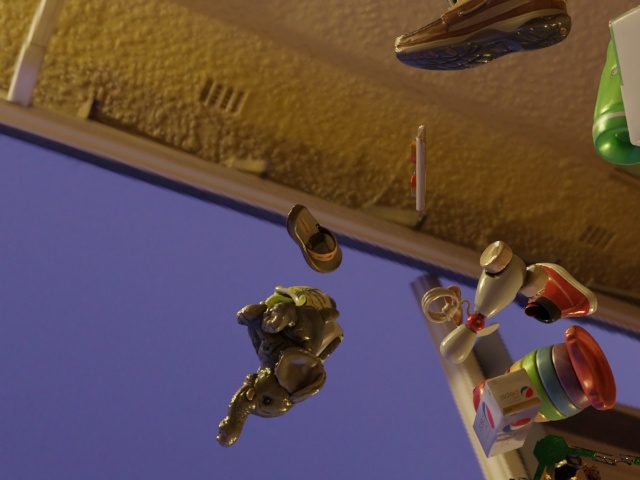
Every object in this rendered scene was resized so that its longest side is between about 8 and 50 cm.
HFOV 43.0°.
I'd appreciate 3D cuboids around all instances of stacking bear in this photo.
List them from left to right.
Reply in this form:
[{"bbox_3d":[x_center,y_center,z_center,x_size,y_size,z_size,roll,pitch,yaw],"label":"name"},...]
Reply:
[{"bbox_3d":[0.455,0.314,1.719,0.164,0.289,0.175,13,-125,-54],"label":"stacking bear"}]

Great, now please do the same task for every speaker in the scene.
[{"bbox_3d":[0.605,-0.293,1.568,0.131,0.131,0.296,25,-120,-8],"label":"speaker"}]

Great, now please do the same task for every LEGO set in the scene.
[{"bbox_3d":[0.486,0.475,1.333,0.192,0.331,0.255,55,-136,-34],"label":"LEGO set"}]

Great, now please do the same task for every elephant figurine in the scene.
[{"bbox_3d":[-0.072,0.236,1.431,0.169,0.186,0.239,32,-128,-66],"label":"elephant figurine"}]

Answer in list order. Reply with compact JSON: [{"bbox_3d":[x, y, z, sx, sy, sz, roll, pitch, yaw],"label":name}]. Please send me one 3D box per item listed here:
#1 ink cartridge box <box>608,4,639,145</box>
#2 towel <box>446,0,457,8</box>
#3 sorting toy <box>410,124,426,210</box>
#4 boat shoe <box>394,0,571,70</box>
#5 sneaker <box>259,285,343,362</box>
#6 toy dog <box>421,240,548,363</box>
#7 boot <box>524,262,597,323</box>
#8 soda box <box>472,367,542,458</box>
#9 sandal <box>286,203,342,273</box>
[{"bbox_3d":[0.463,-0.190,0.983,0.220,0.093,0.160,2,-105,-35],"label":"ink cartridge box"},{"bbox_3d":[0.331,-0.666,1.970,0.324,0.056,0.312,37,-133,-63],"label":"towel"},{"bbox_3d":[0.262,-0.196,2.169,0.038,0.192,0.208,1,-162,8],"label":"sorting toy"},{"bbox_3d":[0.296,-0.400,1.499,0.324,0.119,0.123,-7,168,27],"label":"boat shoe"},{"bbox_3d":[-0.054,0.149,1.763,0.147,0.145,0.385,44,177,-14],"label":"sneaker"},{"bbox_3d":[0.408,0.144,2.063,0.220,0.334,0.161,58,178,-11],"label":"toy dog"},{"bbox_3d":[0.595,0.140,2.185,0.176,0.088,0.244,-12,-154,-18],"label":"boot"},{"bbox_3d":[0.319,0.302,1.403,0.074,0.216,0.069,-17,-123,-8],"label":"soda box"},{"bbox_3d":[0.000,0.000,1.704,0.060,0.219,0.090,7,-121,31],"label":"sandal"}]
